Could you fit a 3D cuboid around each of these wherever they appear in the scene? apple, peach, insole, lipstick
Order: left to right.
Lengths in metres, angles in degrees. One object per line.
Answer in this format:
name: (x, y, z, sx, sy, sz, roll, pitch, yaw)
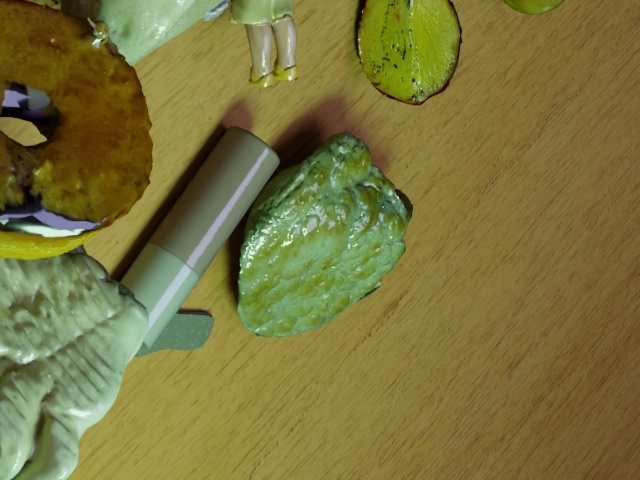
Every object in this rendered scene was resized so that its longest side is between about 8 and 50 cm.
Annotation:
insole: (-0.179, 0.102, 2.220, 0.192, 0.010, 0.063, 1, 113, -59)
lipstick: (-0.141, -0.003, 2.135, 0.254, 0.070, 0.070, -56, 150, -15)
peach: (0.096, -0.242, 2.313, 0.127, 0.092, 0.172, -55, 139, -25)
apple: (0.273, -0.345, 2.511, 0.102, 0.099, 0.114, 17, 101, -58)

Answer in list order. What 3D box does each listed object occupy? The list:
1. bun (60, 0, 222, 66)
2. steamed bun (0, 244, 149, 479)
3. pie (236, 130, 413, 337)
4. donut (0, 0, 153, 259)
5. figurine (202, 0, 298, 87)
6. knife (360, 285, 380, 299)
bun: (-0.149, -0.260, 1.830, 0.231, 0.133, 0.231, -36, -176, 3)
steamed bun: (-0.322, 0.097, 1.761, 0.207, 0.268, 0.280, -40, -160, 50)
pie: (-0.007, 0.006, 2.334, 0.257, 0.105, 0.274, -50, 149, -6)
donut: (-0.267, -0.098, 1.692, 0.253, 0.253, 0.118, -36, 180, -40)
figurine: (-0.054, -0.280, 2.011, 0.175, 0.116, 0.240, -26, 134, -48)
knife: (0.031, 0.077, 2.543, 0.170, 0.010, 0.023, -20, 129, -53)
